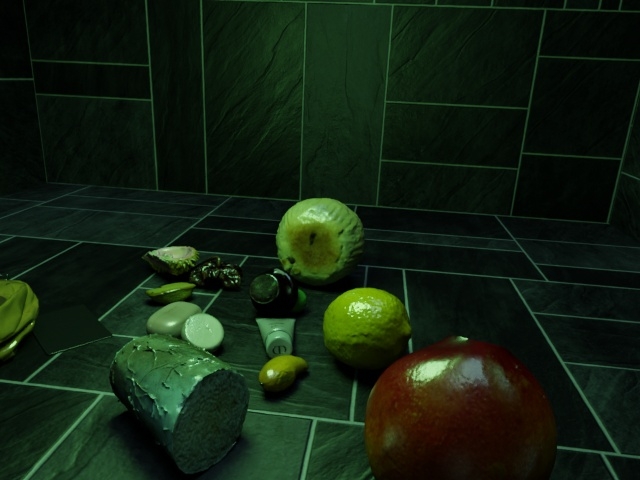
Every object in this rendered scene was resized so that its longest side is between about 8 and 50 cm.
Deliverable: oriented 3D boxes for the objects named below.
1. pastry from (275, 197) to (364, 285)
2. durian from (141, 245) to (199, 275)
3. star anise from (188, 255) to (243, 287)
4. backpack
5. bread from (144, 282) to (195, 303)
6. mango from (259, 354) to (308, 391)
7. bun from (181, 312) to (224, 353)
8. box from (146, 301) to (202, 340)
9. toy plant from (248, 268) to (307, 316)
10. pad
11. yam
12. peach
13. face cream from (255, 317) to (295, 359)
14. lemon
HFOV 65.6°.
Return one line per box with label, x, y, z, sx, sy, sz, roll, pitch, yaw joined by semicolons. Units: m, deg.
pastry;0.000;0.000;2.108;0.388;0.389;0.312;8;16;15
durian;-0.612;0.093;2.110;0.191;0.112;0.341;-8;9;-40
star anise;-0.426;0.133;2.037;0.220;0.126;0.190;2;22;-13
backpack;-1.068;0.232;1.523;0.353;0.201;0.378;2;21;-15
bread;-0.578;0.202;1.909;0.187;0.065;0.149;-11;12;-27
mango;-0.110;0.374;1.418;0.098;0.075;0.190;29;24;24
bun;-0.380;0.307;1.571;0.138;0.094;0.138;23;39;-19
box;-0.484;0.271;1.655;0.145;0.088;0.200;8;18;18
toy plant;-0.166;0.195;1.830;0.217;0.176;0.235;20;-9;24
pad;-0.853;0.293;1.673;0.202;0.005;0.299;-13;24;-41
yam;-0.345;0.368;1.201;0.348;0.241;0.240;17;23;41
peach;0.280;0.377;1.006;0.387;0.389;0.388;2;18;-1
face cream;-0.142;0.306;1.634;0.143;0.089;0.314;0;7;-7
lemon;0.134;0.266;1.512;0.310;0.254;0.253;-3;10;41
